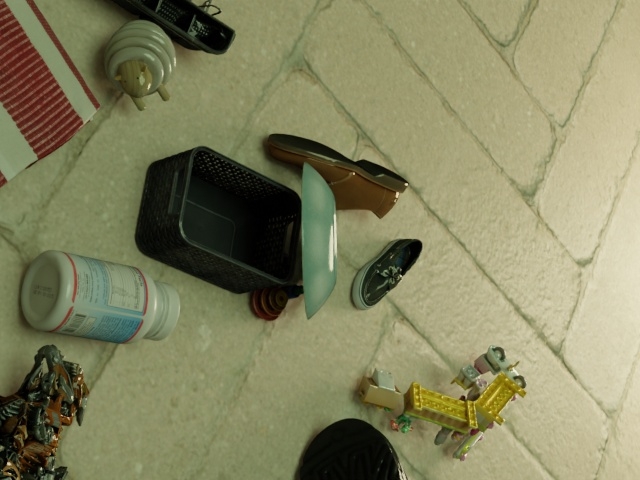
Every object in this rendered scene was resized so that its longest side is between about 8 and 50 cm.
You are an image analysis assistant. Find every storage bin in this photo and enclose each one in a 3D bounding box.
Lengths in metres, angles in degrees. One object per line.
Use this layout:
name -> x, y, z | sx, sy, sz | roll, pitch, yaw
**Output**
storage bin -> -0.117, -0.022, 1.647 | 0.180, 0.084, 0.122 | 26, 62, -39

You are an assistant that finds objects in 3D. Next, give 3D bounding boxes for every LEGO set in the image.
LEGO set -> 0.166, 0.234, 1.883 | 0.287, 0.107, 0.132 | -8, 51, -41

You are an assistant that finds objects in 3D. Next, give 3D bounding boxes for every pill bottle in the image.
pill bottle -> -0.234, 0.065, 1.504 | 0.160, 0.087, 0.087 | 15, 69, -43

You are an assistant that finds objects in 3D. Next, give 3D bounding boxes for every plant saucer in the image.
plant saucer -> 0.000, 0.000, 1.706 | 0.195, 0.037, 0.195 | -1, 90, -86

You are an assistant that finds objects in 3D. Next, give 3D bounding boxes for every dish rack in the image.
dish rack -> -0.167, -0.380, 1.675 | 0.208, 0.074, 0.271 | 31, 70, -38

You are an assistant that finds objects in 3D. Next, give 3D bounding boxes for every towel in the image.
towel -> -0.395, -0.154, 1.438 | 0.329, 0.037, 0.237 | -45, 109, -44

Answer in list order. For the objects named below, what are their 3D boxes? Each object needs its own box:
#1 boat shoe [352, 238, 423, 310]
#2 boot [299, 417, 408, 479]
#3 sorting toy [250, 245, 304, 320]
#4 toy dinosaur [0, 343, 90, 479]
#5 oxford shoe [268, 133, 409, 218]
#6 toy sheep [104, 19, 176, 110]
boat shoe -> 0.091, 0.040, 1.870 | 0.049, 0.040, 0.142 | 57, 47, -19
boot -> 0.103, 0.409, 1.714 | 0.260, 0.131, 0.348 | 51, 14, -52
sorting toy -> -0.048, 0.053, 1.726 | 0.061, 0.042, 0.102 | 33, 58, -35
toy dinosaur -> -0.328, 0.227, 1.337 | 0.322, 0.164, 0.218 | -86, 154, -47
oxford shoe -> 0.016, -0.080, 1.811 | 0.212, 0.076, 0.076 | 22, 104, -29
toy sheep -> -0.207, -0.209, 1.607 | 0.091, 0.091, 0.132 | 42, 26, -30
